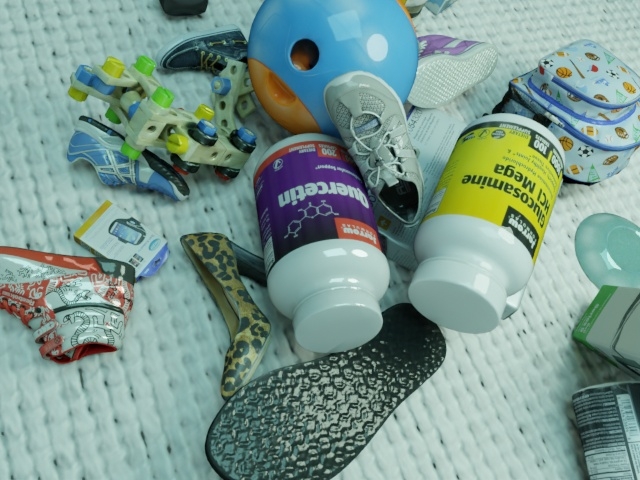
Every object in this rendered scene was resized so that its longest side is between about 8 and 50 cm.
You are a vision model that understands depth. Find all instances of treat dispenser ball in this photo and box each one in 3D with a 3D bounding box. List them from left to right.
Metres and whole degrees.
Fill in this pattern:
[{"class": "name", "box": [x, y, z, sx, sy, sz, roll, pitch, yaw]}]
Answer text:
[{"class": "treat dispenser ball", "box": [0.021, -0.308, 1.088, 0.288, 0.288, 0.288, 7, 63, -13]}]

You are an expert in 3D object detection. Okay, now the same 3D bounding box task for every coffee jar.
[{"class": "coffee jar", "box": [-0.279, -0.523, 1.256, 0.096, 0.079, 0.184, -9, 67, -23]}]

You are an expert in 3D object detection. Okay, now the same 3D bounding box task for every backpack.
[{"class": "backpack", "box": [0.512, -0.249, 1.270, 0.276, 0.213, 0.263, -32, 72, -27]}]

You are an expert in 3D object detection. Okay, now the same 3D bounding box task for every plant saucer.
[{"class": "plant saucer", "box": [0.597, 0.024, 1.271, 0.195, 0.037, 0.195, 6, 63, -13]}]

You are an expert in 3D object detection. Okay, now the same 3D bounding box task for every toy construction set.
[{"class": "toy construction set", "box": [-0.223, -0.209, 1.068, 0.215, 0.151, 0.327, 46, 36, 22]}]

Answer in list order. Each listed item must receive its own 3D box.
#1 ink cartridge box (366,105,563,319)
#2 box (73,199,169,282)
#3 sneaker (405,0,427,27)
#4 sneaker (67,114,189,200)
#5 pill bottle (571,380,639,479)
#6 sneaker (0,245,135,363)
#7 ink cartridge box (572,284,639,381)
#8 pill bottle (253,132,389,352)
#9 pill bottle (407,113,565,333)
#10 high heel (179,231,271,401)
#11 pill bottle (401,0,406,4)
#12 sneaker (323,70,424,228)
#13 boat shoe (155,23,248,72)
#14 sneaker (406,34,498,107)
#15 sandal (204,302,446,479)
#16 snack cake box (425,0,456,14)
[{"class": "ink cartridge box", "box": [0.255, -0.067, 1.198, 0.330, 0.071, 0.324, 29, 60, 3]}, {"class": "box", "box": [-0.308, 0.005, 1.020, 0.136, 0.028, 0.081, 36, 60, 0]}, {"class": "sneaker", "box": [0.046, -0.627, 1.300, 0.447, 0.257, 0.169, 27, 60, -2]}, {"class": "sneaker", "box": [-0.314, -0.119, 1.062, 0.211, 0.080, 0.081, 31, 91, -6]}, {"class": "pill bottle", "box": [0.491, 0.357, 1.024, 0.130, 0.130, 0.246, 3, 65, -15]}, {"class": "sneaker", "box": [-0.406, 0.094, 0.911, 0.270, 0.090, 0.145, 6, 66, -12]}, {"class": "ink cartridge box", "box": [0.568, 0.179, 1.032, 0.211, 0.289, 0.121, 34, 89, 2]}, {"class": "pill bottle", "box": [0.000, 0.000, 0.986, 0.181, 0.181, 0.323, 1, 50, -16]}, {"class": "pill bottle", "box": [0.262, -0.028, 1.033, 0.188, 0.188, 0.334, 28, 61, -1]}, {"class": "high heel", "box": [-0.161, 0.105, 0.970, 0.186, 0.093, 0.261, 25, 45, -9]}, {"class": "pill bottle", "box": [0.087, -0.455, 1.234, 0.136, 0.246, 0.136, 7, 63, -14]}, {"class": "sneaker", "box": [0.100, -0.135, 0.983, 0.105, 0.281, 0.115, -26, 40, 17]}, {"class": "boat shoe", "box": [-0.207, -0.340, 1.196, 0.183, 0.065, 0.083, -29, 74, -27]}, {"class": "sneaker", "box": [0.209, -0.343, 1.282, 0.161, 0.102, 0.282, 30, 39, 34]}, {"class": "sandal", "box": [0.022, 0.241, 0.971, 0.445, 0.107, 0.167, -22, 74, -38]}, {"class": "snack cake box", "box": [0.226, -0.653, 1.463, 0.264, 0.089, 0.152, 45, 63, 8]}]
